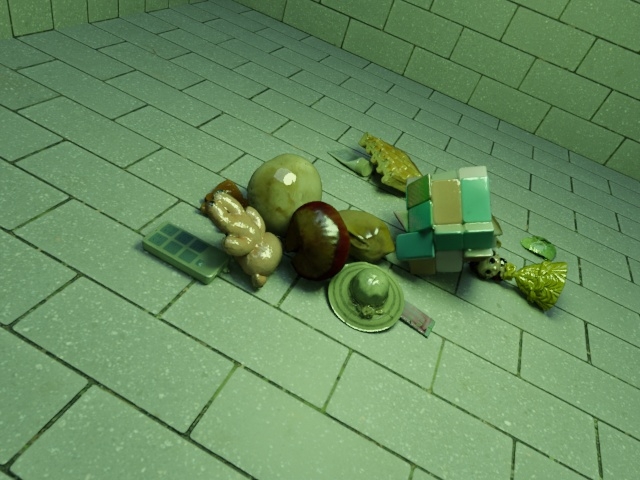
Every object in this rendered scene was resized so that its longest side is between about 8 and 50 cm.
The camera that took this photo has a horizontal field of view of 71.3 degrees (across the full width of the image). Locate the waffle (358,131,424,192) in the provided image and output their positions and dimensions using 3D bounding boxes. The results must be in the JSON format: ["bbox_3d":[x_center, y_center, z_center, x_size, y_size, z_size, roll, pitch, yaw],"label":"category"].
[{"bbox_3d":[0.350,-0.328,2.019,0.304,0.077,0.348,19,35,-34],"label":"waffle"}]

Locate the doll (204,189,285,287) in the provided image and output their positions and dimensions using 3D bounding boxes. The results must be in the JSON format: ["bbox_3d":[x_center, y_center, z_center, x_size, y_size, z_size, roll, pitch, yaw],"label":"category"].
[{"bbox_3d":[-0.248,-0.010,1.361,0.303,0.156,0.201,48,43,-18],"label":"doll"}]

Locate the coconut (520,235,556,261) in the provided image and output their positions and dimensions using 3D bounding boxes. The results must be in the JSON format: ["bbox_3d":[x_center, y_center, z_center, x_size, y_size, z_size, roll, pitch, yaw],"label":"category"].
[{"bbox_3d":[0.971,0.029,1.952,0.158,0.055,0.133,-1,42,-22],"label":"coconut"}]

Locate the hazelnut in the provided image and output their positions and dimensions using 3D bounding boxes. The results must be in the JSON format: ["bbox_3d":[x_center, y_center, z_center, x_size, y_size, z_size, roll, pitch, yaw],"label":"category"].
[{"bbox_3d":[0.000,0.000,1.408,0.217,0.251,0.217,-8,3,0],"label":"hazelnut"}]

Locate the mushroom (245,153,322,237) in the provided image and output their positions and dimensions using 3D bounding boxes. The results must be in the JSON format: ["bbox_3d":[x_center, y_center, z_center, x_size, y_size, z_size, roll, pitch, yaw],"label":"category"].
[{"bbox_3d":[-0.155,-0.158,1.544,0.290,0.292,0.292,13,28,42],"label":"mushroom"}]

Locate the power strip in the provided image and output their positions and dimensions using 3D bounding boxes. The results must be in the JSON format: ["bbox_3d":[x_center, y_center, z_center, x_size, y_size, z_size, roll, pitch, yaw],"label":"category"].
[{"bbox_3d":[-0.404,0.037,1.354,0.270,0.046,0.118,28,40,8],"label":"power strip"}]

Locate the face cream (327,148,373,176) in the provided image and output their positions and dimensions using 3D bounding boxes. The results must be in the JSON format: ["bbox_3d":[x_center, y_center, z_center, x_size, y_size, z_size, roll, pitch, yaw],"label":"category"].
[{"bbox_3d":[0.142,-0.371,2.056,0.114,0.070,0.224,-17,40,-37],"label":"face cream"}]

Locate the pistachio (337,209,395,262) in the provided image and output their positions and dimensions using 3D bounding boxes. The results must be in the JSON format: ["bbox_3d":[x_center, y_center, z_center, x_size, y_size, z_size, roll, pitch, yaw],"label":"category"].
[{"bbox_3d":[0.142,-0.028,1.586,0.213,0.163,0.260,16,21,-39],"label":"pistachio"}]

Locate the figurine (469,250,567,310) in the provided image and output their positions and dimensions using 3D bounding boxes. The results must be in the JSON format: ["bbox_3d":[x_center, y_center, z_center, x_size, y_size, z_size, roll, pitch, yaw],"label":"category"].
[{"bbox_3d":[0.716,0.121,1.665,0.315,0.187,0.168,19,43,11],"label":"figurine"}]

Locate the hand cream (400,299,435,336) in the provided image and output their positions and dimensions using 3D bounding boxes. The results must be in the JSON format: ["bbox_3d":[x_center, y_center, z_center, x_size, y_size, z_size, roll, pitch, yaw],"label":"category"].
[{"bbox_3d":[0.248,0.204,1.454,0.275,0.050,0.079,37,67,10],"label":"hand cream"}]

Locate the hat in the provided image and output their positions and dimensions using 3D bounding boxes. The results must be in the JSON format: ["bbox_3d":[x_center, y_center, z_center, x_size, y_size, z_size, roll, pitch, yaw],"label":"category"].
[{"bbox_3d":[0.155,0.146,1.372,0.252,0.110,0.252,5,56,-8],"label":"hat"}]

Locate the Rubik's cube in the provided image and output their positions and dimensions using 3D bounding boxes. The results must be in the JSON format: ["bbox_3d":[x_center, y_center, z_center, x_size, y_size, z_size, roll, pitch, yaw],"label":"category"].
[{"bbox_3d":[0.439,-0.074,1.555,0.358,0.387,0.368,-4,25,14],"label":"Rubik's cube"}]

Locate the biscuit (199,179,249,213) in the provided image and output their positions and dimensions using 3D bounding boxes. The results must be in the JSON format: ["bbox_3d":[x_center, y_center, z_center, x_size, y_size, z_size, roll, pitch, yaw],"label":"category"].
[{"bbox_3d":[-0.331,-0.127,1.576,0.183,0.043,0.280,9,36,-20],"label":"biscuit"}]

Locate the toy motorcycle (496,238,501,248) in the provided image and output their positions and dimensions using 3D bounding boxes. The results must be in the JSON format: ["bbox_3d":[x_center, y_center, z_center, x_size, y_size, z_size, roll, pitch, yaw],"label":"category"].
[{"bbox_3d":[0.683,-0.038,1.867,0.130,0.094,0.229,5,29,-16],"label":"toy motorcycle"}]
